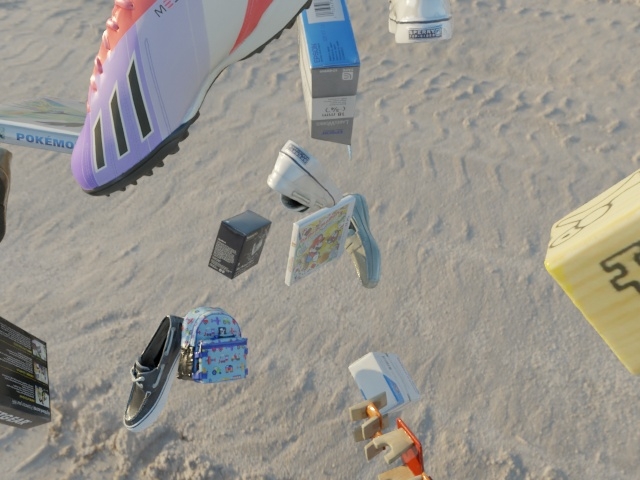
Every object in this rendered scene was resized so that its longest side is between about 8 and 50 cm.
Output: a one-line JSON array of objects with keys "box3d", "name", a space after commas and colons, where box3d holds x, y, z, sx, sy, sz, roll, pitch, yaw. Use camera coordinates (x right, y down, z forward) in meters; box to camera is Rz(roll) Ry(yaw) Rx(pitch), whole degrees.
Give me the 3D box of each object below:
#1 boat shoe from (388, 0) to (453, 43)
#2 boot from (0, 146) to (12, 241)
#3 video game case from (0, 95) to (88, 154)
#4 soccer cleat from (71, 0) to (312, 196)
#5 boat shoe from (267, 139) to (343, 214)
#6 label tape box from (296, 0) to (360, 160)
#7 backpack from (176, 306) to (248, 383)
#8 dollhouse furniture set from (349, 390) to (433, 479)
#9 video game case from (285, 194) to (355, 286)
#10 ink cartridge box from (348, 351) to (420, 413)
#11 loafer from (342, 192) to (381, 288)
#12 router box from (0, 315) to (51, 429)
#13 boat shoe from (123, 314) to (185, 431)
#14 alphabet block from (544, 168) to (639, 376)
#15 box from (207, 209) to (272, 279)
[{"box3d": [0.136, -0.317, 0.694, 0.095, 0.084, 0.258, -4, 26, 5], "name": "boat shoe"}, {"box3d": [-0.763, -0.087, 1.207, 0.112, 0.305, 0.115, 22, 39, -26], "name": "boot"}, {"box3d": [-0.446, -0.217, 0.984, 0.299, 0.036, 0.329, 9, 21, -2], "name": "video game case"}, {"box3d": [-0.136, -0.162, 0.439, 0.116, 0.318, 0.109, 30, 33, -40], "name": "soccer cleat"}, {"box3d": [-0.028, -0.086, 0.900, 0.096, 0.267, 0.088, 38, 90, 8], "name": "boat shoe"}, {"box3d": [0.011, -0.366, 1.206, 0.105, 0.334, 0.241, -7, 64, -4], "name": "label tape box"}, {"box3d": [-0.251, 0.245, 1.250, 0.158, 0.174, 0.116, 10, -13, -41], "name": "backpack"}, {"box3d": [0.191, 0.479, 1.094, 0.135, 0.259, 0.262, -21, 34, -18], "name": "dollhouse furniture set"}, {"box3d": [0.000, 0.000, 1.436, 0.026, 0.207, 0.226, 35, 44, 28], "name": "video game case"}, {"box3d": [0.170, 0.369, 1.360, 0.082, 0.190, 0.140, -36, 64, 14], "name": "ink cartridge box"}, {"box3d": [0.107, -0.001, 1.627, 0.111, 0.112, 0.320, -1, 62, -23], "name": "loafer"}, {"box3d": [-0.453, 0.189, 0.757, 0.046, 0.179, 0.133, -16, 64, -7], "name": "router box"}, {"box3d": [-0.415, 0.322, 1.288, 0.108, 0.102, 0.301, 27, 86, 39], "name": "boat shoe"}, {"box3d": [0.443, 0.023, 0.693, 0.193, 0.197, 0.192, 52, 33, 3], "name": "alphabet block"}, {"box3d": [-0.238, 0.010, 1.563, 0.093, 0.158, 0.156, 28, 25, 14], "name": "box"}]
